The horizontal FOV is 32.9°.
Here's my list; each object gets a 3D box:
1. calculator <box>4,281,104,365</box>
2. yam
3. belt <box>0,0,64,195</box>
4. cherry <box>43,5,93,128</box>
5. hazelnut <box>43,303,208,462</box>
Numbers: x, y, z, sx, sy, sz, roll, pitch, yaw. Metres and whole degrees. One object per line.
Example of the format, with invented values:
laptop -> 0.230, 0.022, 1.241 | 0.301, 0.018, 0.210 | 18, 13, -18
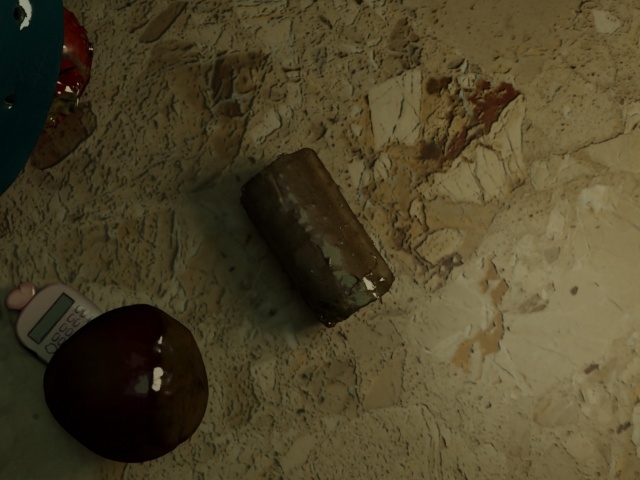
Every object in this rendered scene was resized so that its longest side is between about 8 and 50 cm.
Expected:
calculator -> -0.342, 0.116, 1.435 | 0.166, 0.024, 0.103 | 38, 70, -3
yam -> 0.000, 0.000, 1.494 | 0.129, 0.128, 0.238 | -38, 78, 14
belt -> -0.475, -0.209, 1.289 | 0.300, 0.436, 0.173 | 45, 31, 15
cherry -> -0.417, -0.259, 1.441 | 0.250, 0.192, 0.175 | 43, 41, 4
hazelnut -> -0.248, 0.184, 1.359 | 0.208, 0.208, 0.208 | 4, 74, -12
